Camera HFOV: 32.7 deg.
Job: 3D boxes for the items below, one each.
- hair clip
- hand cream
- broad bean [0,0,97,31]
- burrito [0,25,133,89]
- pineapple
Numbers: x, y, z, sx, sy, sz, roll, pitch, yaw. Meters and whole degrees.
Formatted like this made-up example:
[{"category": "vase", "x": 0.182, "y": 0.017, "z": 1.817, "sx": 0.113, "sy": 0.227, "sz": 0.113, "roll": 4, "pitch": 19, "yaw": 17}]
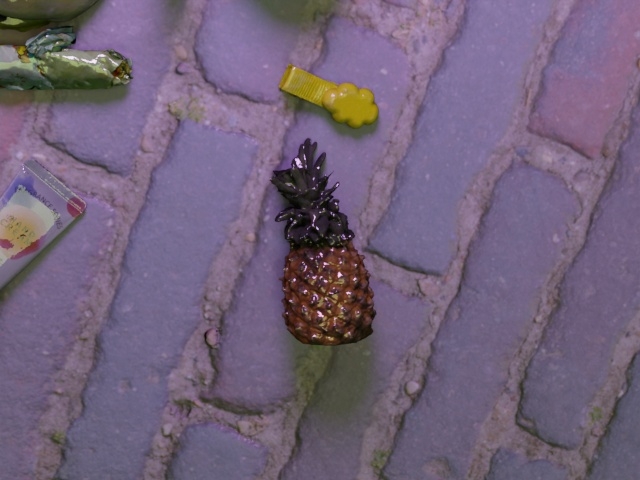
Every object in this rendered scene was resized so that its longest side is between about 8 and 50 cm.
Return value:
[{"category": "hair clip", "x": 0.020, "y": -0.239, "z": 1.802, "sx": 0.173, "sy": 0.046, "sz": 0.072, "roll": 24, "pitch": 104, "yaw": -15}, {"category": "hand cream", "x": -0.539, "y": 0.029, "z": 1.786, "sx": 0.124, "sy": 0.078, "sz": 0.340, "roll": 42, "pitch": 91, "yaw": -15}, {"category": "broad bean", "x": -0.421, "y": -0.410, "z": 1.670, "sx": 0.228, "sy": 0.100, "sz": 0.169, "roll": -45, "pitch": 113, "yaw": 3}, {"category": "burrito", "x": -0.439, "y": -0.285, "z": 1.710, "sx": 0.288, "sy": 0.054, "sz": 0.104, "roll": 1, "pitch": 127, "yaw": -9}, {"category": "pineapple", "x": 0.000, "y": 0.000, "z": 1.814, "sx": 0.169, "sy": 0.169, "sz": 0.340, "roll": -8, "pitch": 97, "yaw": -6}]
